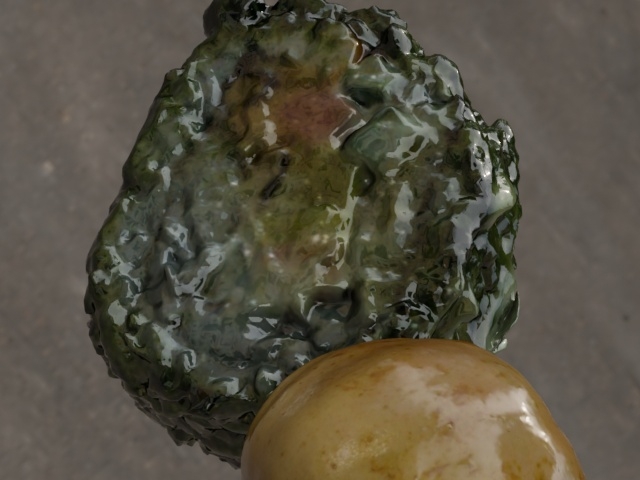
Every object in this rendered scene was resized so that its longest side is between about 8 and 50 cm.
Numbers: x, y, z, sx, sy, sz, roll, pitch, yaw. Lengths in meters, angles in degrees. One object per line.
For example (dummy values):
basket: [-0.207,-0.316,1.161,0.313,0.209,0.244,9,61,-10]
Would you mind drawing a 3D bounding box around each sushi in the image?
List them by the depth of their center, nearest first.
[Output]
sushi: [0.000,0.000,1.393,0.178,0.294,0.352,60,45,-57]

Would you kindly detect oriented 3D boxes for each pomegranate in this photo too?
pomegranate: [0.051,0.153,1.070,0.207,0.207,0.207,34,33,-26]
